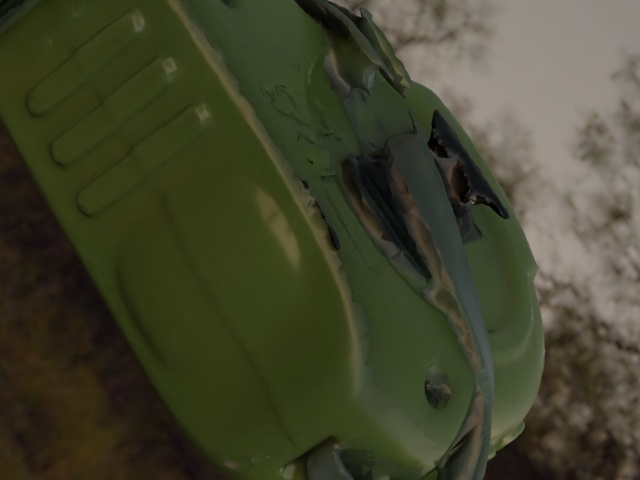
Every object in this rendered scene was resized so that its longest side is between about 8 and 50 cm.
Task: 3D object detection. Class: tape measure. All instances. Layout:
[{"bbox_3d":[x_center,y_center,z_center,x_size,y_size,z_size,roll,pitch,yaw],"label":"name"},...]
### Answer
[{"bbox_3d":[0.000,0.000,0.524,0.177,0.087,0.154,62,25,9],"label":"tape measure"}]
